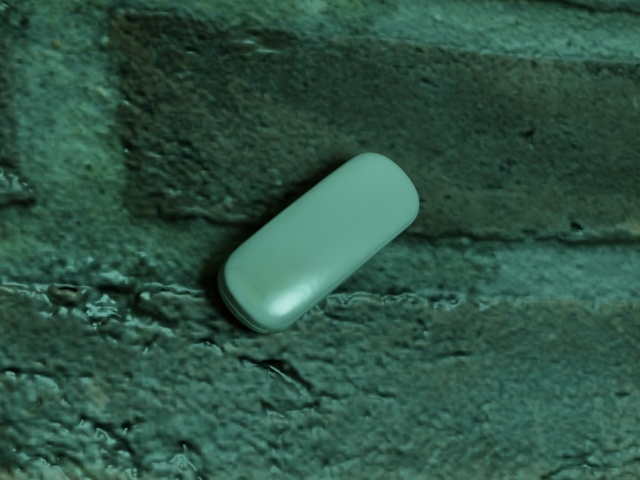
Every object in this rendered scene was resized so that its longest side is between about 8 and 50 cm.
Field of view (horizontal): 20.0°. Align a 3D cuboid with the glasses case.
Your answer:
[{"bbox_3d":[0.000,0.000,1.202,0.063,0.041,0.164,47,59,4],"label":"glasses case"}]
